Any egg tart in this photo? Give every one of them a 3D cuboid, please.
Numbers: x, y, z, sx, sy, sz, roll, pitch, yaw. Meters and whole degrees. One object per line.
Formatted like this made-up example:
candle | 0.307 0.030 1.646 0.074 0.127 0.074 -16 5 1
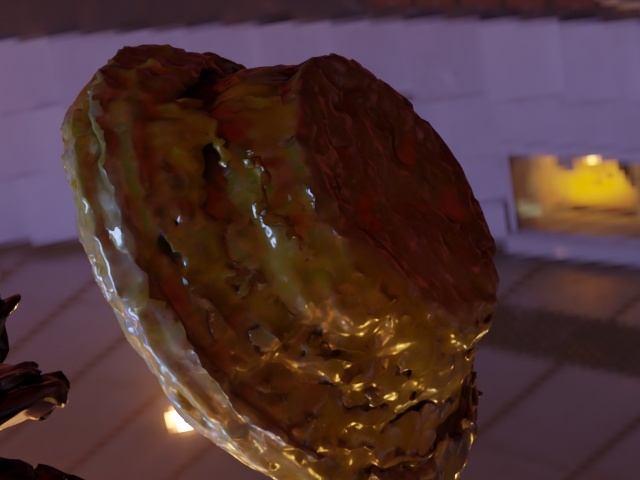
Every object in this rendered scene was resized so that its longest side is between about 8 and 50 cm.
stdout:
egg tart | 0.000 0.000 0.942 0.123 0.294 0.294 -38 -171 27

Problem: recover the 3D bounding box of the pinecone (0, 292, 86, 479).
pinecone | -0.183 0.059 0.562 0.221 0.221 0.221 -8 -158 3
